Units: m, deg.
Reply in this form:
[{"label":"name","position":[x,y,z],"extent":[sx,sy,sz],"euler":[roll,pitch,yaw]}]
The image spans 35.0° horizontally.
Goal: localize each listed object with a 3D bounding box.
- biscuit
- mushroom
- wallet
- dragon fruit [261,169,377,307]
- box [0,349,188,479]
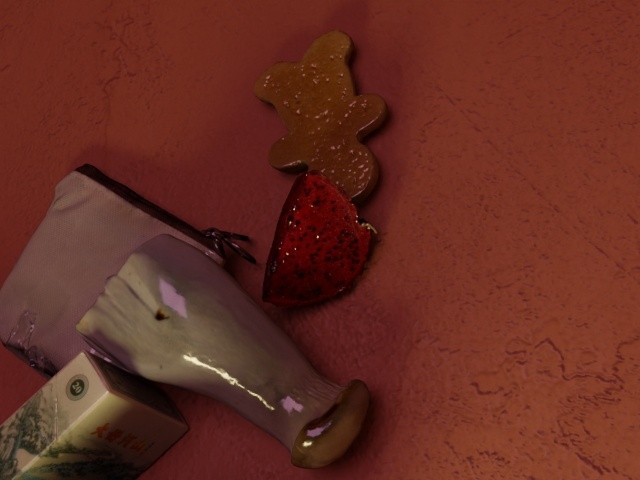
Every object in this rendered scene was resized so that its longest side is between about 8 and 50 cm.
[{"label":"biscuit","position":[0.007,-0.139,1.225],"extent":[0.158,0.035,0.240],"euler":[-26,60,15]},{"label":"mushroom","position":[-0.101,0.126,1.086],"extent":[0.329,0.122,0.159],"euler":[35,118,13]},{"label":"wallet","position":[-0.265,0.050,1.252],"extent":[0.335,0.068,0.274],"euler":[26,77,37]},{"label":"dragon fruit","position":[0.000,0.000,1.148],"extent":[0.106,0.083,0.162],"euler":[15,101,-13]},{"label":"box","position":[-0.291,0.250,1.112],"extent":[0.256,0.164,0.069],"euler":[-43,56,2]}]
